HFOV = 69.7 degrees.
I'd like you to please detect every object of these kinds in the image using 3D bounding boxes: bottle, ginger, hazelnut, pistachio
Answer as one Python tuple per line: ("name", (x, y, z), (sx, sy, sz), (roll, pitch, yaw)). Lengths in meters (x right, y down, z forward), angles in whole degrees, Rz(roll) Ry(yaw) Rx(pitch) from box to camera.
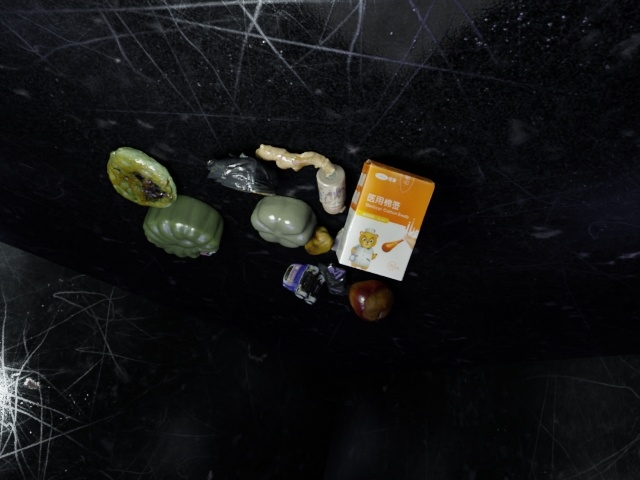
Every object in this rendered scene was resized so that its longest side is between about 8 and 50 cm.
("bottle", (0.037, -0.176, 1.641), (0.110, 0.097, 0.209), (31, 158, 19))
("ginger", (-0.085, -0.267, 1.549), (0.288, 0.075, 0.089), (14, 132, 7))
("hazelnut", (0.248, 0.290, 2.315), (0.217, 0.217, 0.252), (-13, 157, 41))
("pistachio", (0.004, 0.001, 1.973), (0.110, 0.100, 0.189), (26, 152, -14))

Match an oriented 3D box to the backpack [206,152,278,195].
("backpack", (-0.283, -0.236, 1.617), (0.258, 0.133, 0.206), (10, 180, 26))

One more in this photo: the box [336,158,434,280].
("box", (0.207, -0.070, 1.505), (0.225, 0.341, 0.143), (16, -171, -6))

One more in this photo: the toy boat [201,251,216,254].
("toy boat", (-0.634, 0.010, 2.321), (0.228, 0.084, 0.155), (15, 163, -27))

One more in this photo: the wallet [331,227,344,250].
("wallet", (0.208, 0.033, 1.983), (0.336, 0.068, 0.274), (14, 155, 1))

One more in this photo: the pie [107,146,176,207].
("pie", (-0.714, -0.238, 1.830), (0.323, 0.070, 0.323), (15, 143, 12))

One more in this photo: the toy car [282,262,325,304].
("toy car", (-0.086, 0.219, 2.377), (0.158, 0.172, 0.235), (15, 160, 34))

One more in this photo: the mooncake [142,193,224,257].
("mooncake", (-0.614, -0.055, 2.061), (0.352, 0.187, 0.351), (12, 154, 6))

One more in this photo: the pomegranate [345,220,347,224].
("pomegranate", (0.202, -0.038, 1.691), (0.233, 0.233, 0.233), (10, 152, 6))

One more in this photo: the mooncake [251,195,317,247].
("mooncake", (-0.152, -0.071, 1.882), (0.275, 0.135, 0.275), (14, 154, 7))

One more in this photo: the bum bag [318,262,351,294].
("bum bag", (0.085, 0.210, 2.343), (0.144, 0.095, 0.340), (13, 152, 21))
